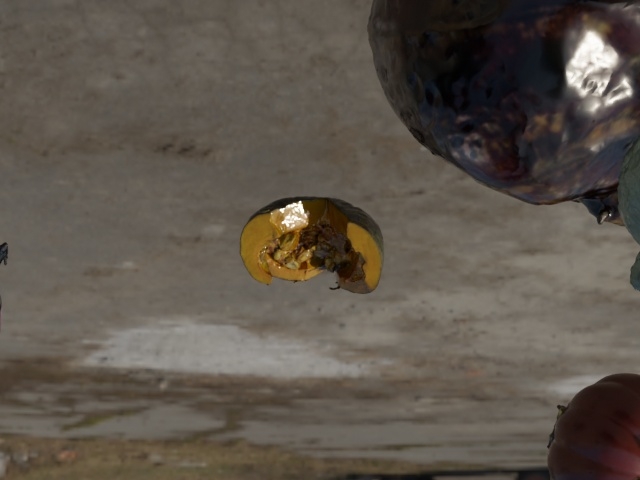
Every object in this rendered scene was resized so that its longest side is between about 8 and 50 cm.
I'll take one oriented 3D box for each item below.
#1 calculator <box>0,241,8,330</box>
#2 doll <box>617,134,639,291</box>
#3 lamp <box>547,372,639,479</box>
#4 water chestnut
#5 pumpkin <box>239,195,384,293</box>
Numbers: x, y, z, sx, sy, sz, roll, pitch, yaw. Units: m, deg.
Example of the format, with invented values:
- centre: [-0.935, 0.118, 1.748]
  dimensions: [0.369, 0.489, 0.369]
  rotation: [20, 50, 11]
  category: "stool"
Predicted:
- centre: [-0.284, 0.005, 0.666]
  dimensions: [0.194, 0.043, 0.294]
  rotation: [37, 144, 12]
  category: "calculator"
- centre: [0.204, -0.024, 0.514]
  dimensions: [0.104, 0.071, 0.214]
  rotation: [21, 156, 15]
  category: "doll"
- centre: [0.398, 0.282, 1.293]
  dimensions: [0.227, 0.226, 0.227]
  rotation: [0, 164, 0]
  category: "lamp"
- centre: [0.207, -0.192, 0.807]
  dimensions: [0.335, 0.346, 0.335]
  rotation: [9, -174, -1]
  category: "water chestnut"
- centre: [0.000, 0.000, 1.282]
  dimensions: [0.184, 0.119, 0.107]
  rotation: [9, -149, 15]
  category: "pumpkin"
